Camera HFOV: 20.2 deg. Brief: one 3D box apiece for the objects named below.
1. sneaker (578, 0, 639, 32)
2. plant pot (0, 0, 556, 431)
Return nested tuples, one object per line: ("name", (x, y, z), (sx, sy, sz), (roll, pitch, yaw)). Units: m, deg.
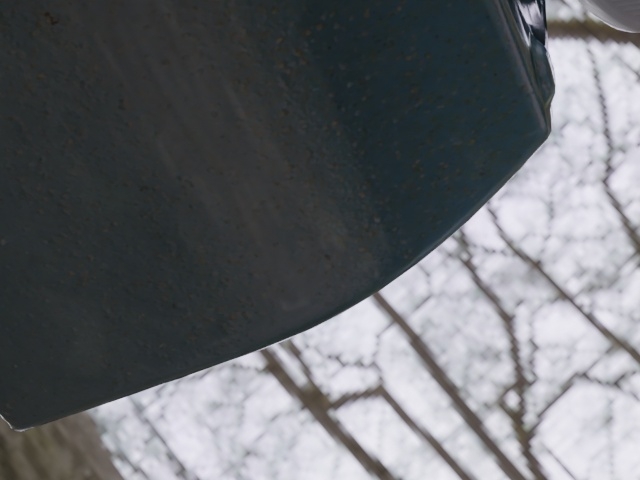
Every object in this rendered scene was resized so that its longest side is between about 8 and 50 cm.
("sneaker", (0.131, -0.221, 1.072), (0.094, 0.256, 0.151), (-30, -10, -8))
("plant pot", (-0.044, -0.107, 0.713), (0.252, 0.248, 0.247), (-11, -45, 16))
